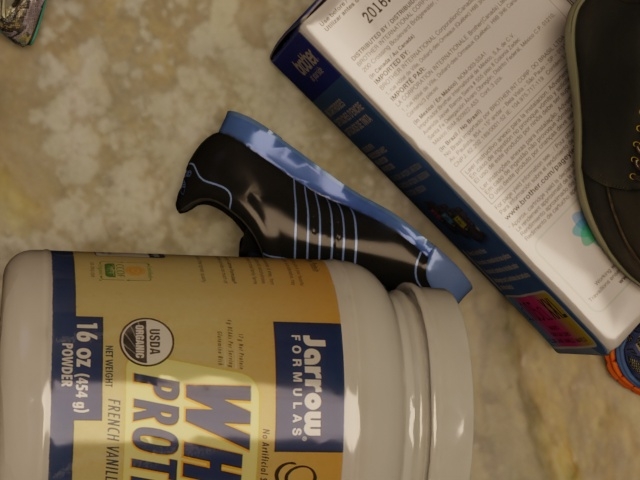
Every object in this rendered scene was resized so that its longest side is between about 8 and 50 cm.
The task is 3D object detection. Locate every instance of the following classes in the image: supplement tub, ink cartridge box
[{"bbox_3d":[-0.067,0.123,1.265,0.316,0.228,0.228,2,86,-10],"label":"supplement tub"},{"bbox_3d":[0.152,-0.145,1.360,0.270,0.151,0.395,-45,96,-11],"label":"ink cartridge box"}]

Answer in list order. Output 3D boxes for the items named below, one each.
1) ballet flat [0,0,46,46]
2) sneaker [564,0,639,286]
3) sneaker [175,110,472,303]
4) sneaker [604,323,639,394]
[{"bbox_3d":[-0.215,-0.204,1.353,0.041,0.041,0.114,22,84,-8],"label":"ballet flat"},{"bbox_3d":[0.228,-0.064,1.225,0.083,0.118,0.222,-18,100,-12],"label":"sneaker"},{"bbox_3d":[0.000,0.000,1.364,0.232,0.081,0.090,34,84,0],"label":"sneaker"},{"bbox_3d":[0.334,0.115,1.408,0.221,0.087,0.083,15,85,-9],"label":"sneaker"}]
